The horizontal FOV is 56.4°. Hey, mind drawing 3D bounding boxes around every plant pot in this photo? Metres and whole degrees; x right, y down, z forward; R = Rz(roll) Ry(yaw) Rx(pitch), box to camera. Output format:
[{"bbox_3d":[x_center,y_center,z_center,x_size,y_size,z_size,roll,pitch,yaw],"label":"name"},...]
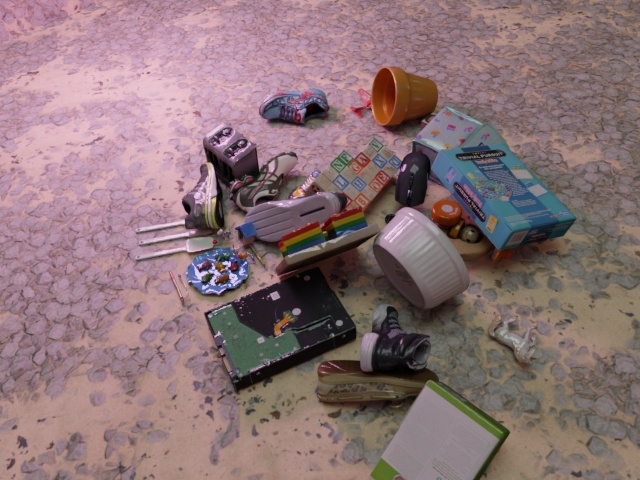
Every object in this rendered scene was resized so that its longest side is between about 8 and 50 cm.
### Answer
[{"bbox_3d":[0.308,-0.514,2.138,0.188,0.205,0.205,-4,45,-20],"label":"plant pot"}]

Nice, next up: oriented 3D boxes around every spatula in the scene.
[{"bbox_3d":[-0.451,-0.010,1.837,0.242,0.019,0.168,-10,48,-5],"label":"spatula"}]

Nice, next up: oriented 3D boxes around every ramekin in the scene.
[{"bbox_3d":[0.249,0.057,1.553,0.127,0.273,0.273,-36,53,-11],"label":"ramekin"}]

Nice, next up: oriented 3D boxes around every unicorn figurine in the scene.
[{"bbox_3d":[0.493,0.248,1.490,0.162,0.060,0.111,18,49,42],"label":"unicorn figurine"}]

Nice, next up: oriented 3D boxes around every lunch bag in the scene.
[{"bbox_3d":[0.450,-0.284,1.921,0.262,0.160,0.223,32,58,22],"label":"lunch bag"}]

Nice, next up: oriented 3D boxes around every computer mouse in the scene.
[{"bbox_3d":[0.311,-0.152,1.810,0.184,0.060,0.262,14,75,15],"label":"computer mouse"}]

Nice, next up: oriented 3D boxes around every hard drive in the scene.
[{"bbox_3d":[-0.107,0.222,1.557,0.339,0.064,0.237,-21,49,-16],"label":"hard drive"}]

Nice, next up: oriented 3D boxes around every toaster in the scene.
[{"bbox_3d":[-0.290,-0.269,1.970,0.110,0.185,0.168,-38,62,-24],"label":"toaster"}]

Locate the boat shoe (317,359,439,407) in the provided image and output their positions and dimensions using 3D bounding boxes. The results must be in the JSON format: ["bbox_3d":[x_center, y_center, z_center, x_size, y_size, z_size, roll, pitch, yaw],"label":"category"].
[{"bbox_3d":[0.135,0.341,1.417,0.285,0.089,0.104,3,13,7],"label":"boat shoe"}]

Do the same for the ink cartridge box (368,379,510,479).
[{"bbox_3d":[0.254,0.461,1.290,0.189,0.097,0.255,34,92,31],"label":"ink cartridge box"}]

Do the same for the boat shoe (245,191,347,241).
[{"bbox_3d":[-0.068,-0.070,1.767,0.335,0.121,0.119,-9,4,32],"label":"boat shoe"}]

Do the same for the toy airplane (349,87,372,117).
[{"bbox_3d":[0.174,-0.505,2.239,0.151,0.028,0.151,4,57,-5],"label":"toy airplane"}]

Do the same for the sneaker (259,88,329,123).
[{"bbox_3d":[-0.094,-0.487,2.198,0.262,0.104,0.125,-13,49,-7],"label":"sneaker"}]

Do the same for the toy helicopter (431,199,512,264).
[{"bbox_3d":[0.491,-0.036,1.702,0.355,0.140,0.235,-22,47,-23],"label":"toy helicopter"}]

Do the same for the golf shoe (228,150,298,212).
[{"bbox_3d":[-0.165,-0.185,1.939,0.273,0.105,0.120,-37,72,-21],"label":"golf shoe"}]

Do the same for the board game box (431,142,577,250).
[{"bbox_3d":[0.511,-0.134,1.687,0.254,0.079,0.336,-10,50,-28],"label":"board game box"}]

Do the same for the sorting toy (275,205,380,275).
[{"bbox_3d":[0.000,0.000,1.621,0.256,0.257,0.089,-20,85,-13],"label":"sorting toy"}]

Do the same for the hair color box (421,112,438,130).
[{"bbox_3d":[0.432,-0.395,2.103,0.141,0.043,0.072,31,56,30],"label":"hair color box"}]

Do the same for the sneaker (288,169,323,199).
[{"bbox_3d":[-0.028,-0.182,1.916,0.185,0.084,0.069,-31,52,-23],"label":"sneaker"}]

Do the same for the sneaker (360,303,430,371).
[{"bbox_3d":[0.192,0.241,1.444,0.153,0.101,0.268,6,20,15],"label":"sneaker"}]

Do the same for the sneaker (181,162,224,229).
[{"bbox_3d":[-0.378,-0.144,1.891,0.121,0.111,0.300,-11,40,-2],"label":"sneaker"}]

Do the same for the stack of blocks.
[{"bbox_3d":[0.108,-0.194,1.865,0.171,0.087,0.297,42,57,1],"label":"stack of blocks"}]

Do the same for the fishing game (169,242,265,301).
[{"bbox_3d":[-0.299,0.080,1.724,0.264,0.041,0.189,-21,45,-15],"label":"fishing game"}]

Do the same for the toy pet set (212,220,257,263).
[{"bbox_3d":[-0.244,-0.008,1.756,0.114,0.065,0.122,-24,47,-31],"label":"toy pet set"}]
